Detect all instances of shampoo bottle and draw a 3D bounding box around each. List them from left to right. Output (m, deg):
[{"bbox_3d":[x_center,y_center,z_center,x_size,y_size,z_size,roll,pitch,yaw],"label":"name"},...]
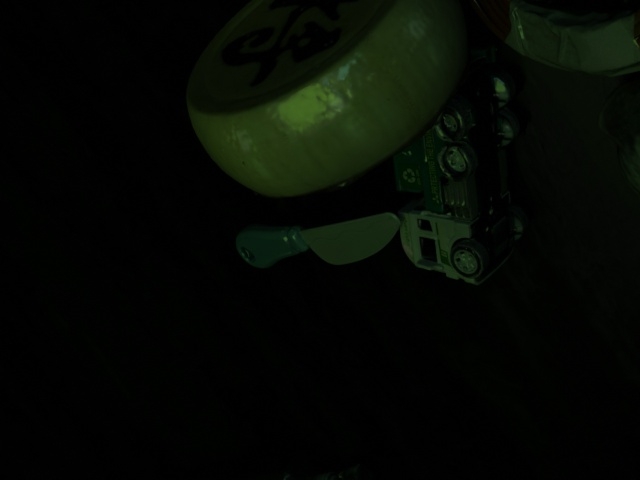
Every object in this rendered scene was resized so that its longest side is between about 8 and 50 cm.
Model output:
[{"bbox_3d":[-0.072,0.314,1.525,0.309,0.071,0.098,-19,104,31],"label":"shampoo bottle"}]

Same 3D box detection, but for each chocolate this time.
[{"bbox_3d":[0.342,-0.042,1.102,0.110,0.110,0.248,-34,102,36],"label":"chocolate"}]

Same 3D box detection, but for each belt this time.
[{"bbox_3d":[0.223,-0.223,0.998,0.261,0.105,0.184,5,119,57],"label":"belt"}]

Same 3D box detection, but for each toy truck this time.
[{"bbox_3d":[0.120,-0.073,1.197,0.116,0.110,0.216,11,123,35],"label":"toy truck"}]

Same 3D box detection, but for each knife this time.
[{"bbox_3d":[0.001,0.002,1.296,0.244,0.032,0.058,-5,121,47],"label":"knife"}]

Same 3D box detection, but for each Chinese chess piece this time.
[{"bbox_3d":[0.005,-0.152,1.111,0.257,0.257,0.104,-17,126,32],"label":"Chinese chess piece"}]
